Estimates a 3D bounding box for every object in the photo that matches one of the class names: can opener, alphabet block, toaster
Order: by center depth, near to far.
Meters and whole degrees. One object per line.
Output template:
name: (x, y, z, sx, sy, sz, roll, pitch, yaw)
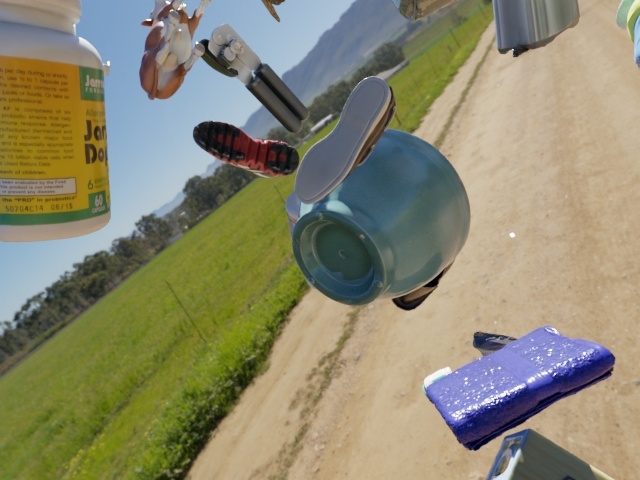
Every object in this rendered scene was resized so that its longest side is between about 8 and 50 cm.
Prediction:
toaster: (0.463, -0.509, 0.945, 0.226, 0.147, 0.129, -35, 28, -24)
alphabet block: (0.486, 0.562, 0.948, 0.193, 0.197, 0.192, -53, -21, -21)
can opener: (-0.138, -0.350, 0.951, 0.093, 0.280, 0.074, 9, 66, 53)

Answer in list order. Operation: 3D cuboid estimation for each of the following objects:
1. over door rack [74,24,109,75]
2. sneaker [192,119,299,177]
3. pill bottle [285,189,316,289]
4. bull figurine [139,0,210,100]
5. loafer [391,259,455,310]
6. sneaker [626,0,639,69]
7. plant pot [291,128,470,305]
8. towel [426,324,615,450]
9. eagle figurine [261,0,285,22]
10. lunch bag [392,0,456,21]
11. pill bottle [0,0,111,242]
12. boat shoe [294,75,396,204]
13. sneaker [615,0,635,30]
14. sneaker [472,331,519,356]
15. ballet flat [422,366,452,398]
over door rack: (-0.542, -0.321, 0.907, 0.108, 0.324, 0.240, -10, -45, -39)
sneaker: (-0.199, -0.228, 1.128, 0.135, 0.275, 0.098, 171, 112, -68)
pill bottle: (0.000, 0.000, 1.150, 0.152, 0.272, 0.152, -5, 39, 4)
bull figurine: (-0.319, -0.443, 0.934, 0.188, 0.101, 0.311, -31, 54, 40)
loafer: (0.297, 0.096, 1.293, 0.130, 0.133, 0.366, -50, -15, -46)
sneaker: (0.466, -0.285, 0.517, 0.091, 0.126, 0.240, 5, -4, 8)
plant pot: (0.076, -0.014, 0.726, 0.293, 0.293, 0.196, -22, 14, 46)
towel: (0.369, 0.277, 0.833, 0.308, 0.076, 0.227, -27, -2, 1)
eagle figurine: (-0.089, -0.723, 1.005, 0.298, 0.225, 0.226, -54, -1, 4)
lunch bag: (0.178, -0.455, 0.507, 0.255, 0.213, 0.305, -25, -8, 6)
pill bottle: (-0.248, -0.113, 0.369, 0.117, 0.209, 0.118, 4, 15, -1)
boat shoe: (0.023, -0.084, 0.387, 0.125, 0.046, 0.038, -57, -26, 13)
sneaker: (0.587, -0.393, 0.699, 0.255, 0.094, 0.151, -26, 45, -30)
sneaker: (0.480, 0.315, 1.092, 0.110, 0.282, 0.122, -1, 65, 56)
ballet flat: (0.506, 0.514, 1.421, 0.139, 0.400, 0.139, -37, 37, 35)
